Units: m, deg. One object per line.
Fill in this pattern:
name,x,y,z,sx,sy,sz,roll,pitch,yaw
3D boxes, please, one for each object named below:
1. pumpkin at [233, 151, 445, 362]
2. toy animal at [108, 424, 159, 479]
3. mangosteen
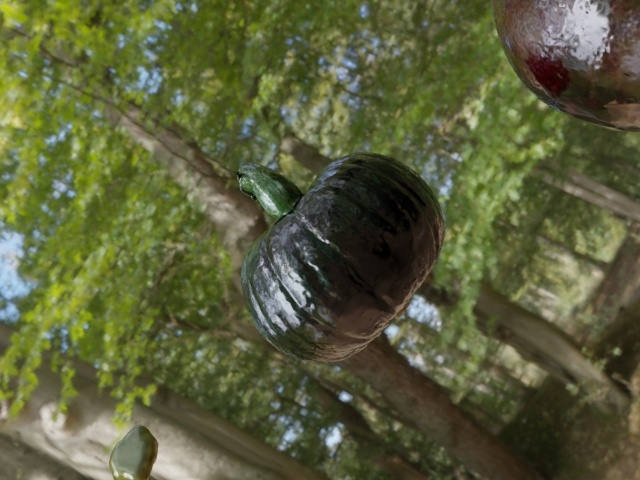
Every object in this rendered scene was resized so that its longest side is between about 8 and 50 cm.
pumpkin,0.000,0.000,0.948,0.248,0.248,0.248,-54,-19,-28
toy animal,-0.127,0.150,0.415,0.136,0.181,0.073,64,-154,-51
mangosteen,0.290,-0.245,0.777,0.297,0.293,0.297,-42,18,17
